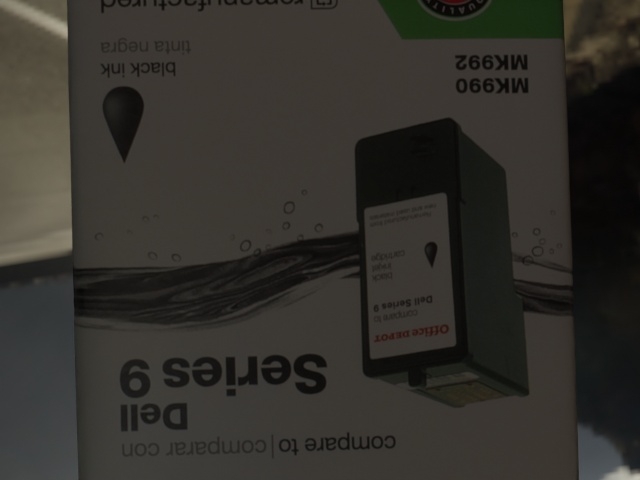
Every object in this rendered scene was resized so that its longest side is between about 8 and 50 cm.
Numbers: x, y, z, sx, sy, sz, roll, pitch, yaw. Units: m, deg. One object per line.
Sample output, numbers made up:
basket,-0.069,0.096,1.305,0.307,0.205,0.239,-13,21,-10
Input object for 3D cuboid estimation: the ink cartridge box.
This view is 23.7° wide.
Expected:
ink cartridge box,0.000,0.000,0.672,0.211,0.289,0.121,-2,177,-4
